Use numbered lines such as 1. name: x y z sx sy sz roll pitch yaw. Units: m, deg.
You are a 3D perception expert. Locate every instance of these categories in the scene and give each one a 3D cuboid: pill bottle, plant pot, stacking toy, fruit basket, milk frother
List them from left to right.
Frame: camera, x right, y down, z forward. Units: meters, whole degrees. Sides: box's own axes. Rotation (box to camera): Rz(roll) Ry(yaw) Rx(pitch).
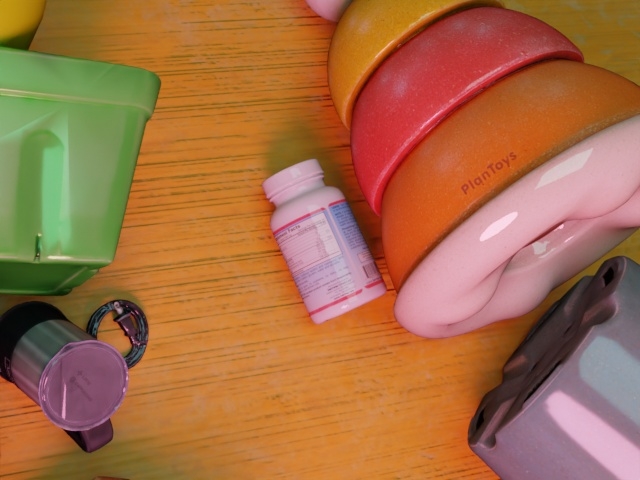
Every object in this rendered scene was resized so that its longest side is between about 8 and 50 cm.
1. fruit basket: -0.335 -0.148 0.896 0.391 0.283 0.392 7 74 -26
2. milk frother: -0.212 0.108 0.981 0.143 0.134 0.129 -45 125 -19
3. pill bottle: 0.000 0.000 1.101 0.087 0.087 0.160 -22 85 -21
4. stacking toy: 0.128 -0.171 1.103 0.350 0.351 0.480 -24 70 -21
5. plant pot: 0.354 0.211 1.059 0.334 0.341 0.341 40 69 2

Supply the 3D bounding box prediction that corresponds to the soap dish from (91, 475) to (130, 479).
1. soap dish: -0.211 0.358 0.884 0.291 0.118 0.229 -42 54 -20
